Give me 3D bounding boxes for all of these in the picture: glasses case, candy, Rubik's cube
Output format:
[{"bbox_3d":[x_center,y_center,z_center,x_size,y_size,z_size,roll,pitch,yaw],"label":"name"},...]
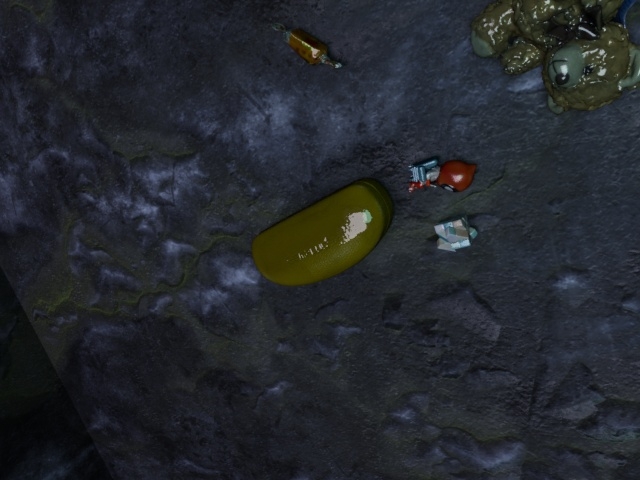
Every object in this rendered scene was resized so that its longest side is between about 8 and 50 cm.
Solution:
[{"bbox_3d":[0.000,0.000,1.136,0.372,0.141,0.173,-25,99,31],"label":"glasses case"},{"bbox_3d":[-0.027,-0.411,1.029,0.182,0.053,0.046,35,134,7],"label":"candy"},{"bbox_3d":[0.289,-0.011,1.035,0.075,0.084,0.073,-13,101,46],"label":"Rubik's cube"}]

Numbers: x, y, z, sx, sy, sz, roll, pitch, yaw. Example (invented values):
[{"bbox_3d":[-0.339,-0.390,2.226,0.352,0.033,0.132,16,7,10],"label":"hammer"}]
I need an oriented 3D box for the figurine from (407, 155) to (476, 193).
[{"bbox_3d":[0.254,-0.138,1.007,0.140,0.068,0.074,-1,107,19],"label":"figurine"}]

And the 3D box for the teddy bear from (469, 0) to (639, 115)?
[{"bbox_3d":[0.410,-0.330,0.802,0.256,0.156,0.267,60,161,-7],"label":"teddy bear"}]

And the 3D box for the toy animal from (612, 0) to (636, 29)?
[{"bbox_3d":[0.510,-0.422,0.724,0.177,0.255,0.239,2,155,-1],"label":"toy animal"}]
